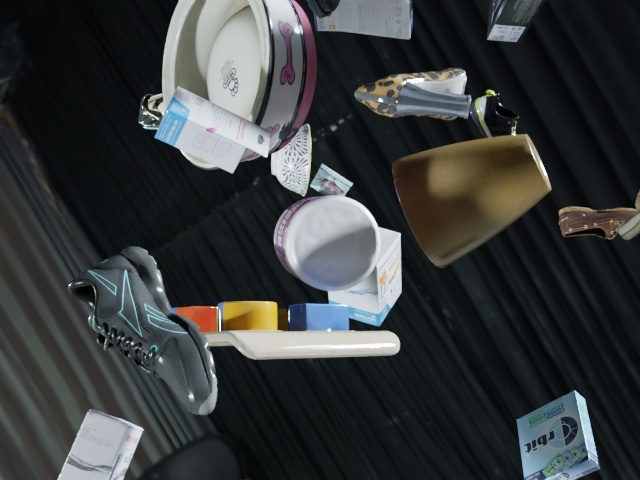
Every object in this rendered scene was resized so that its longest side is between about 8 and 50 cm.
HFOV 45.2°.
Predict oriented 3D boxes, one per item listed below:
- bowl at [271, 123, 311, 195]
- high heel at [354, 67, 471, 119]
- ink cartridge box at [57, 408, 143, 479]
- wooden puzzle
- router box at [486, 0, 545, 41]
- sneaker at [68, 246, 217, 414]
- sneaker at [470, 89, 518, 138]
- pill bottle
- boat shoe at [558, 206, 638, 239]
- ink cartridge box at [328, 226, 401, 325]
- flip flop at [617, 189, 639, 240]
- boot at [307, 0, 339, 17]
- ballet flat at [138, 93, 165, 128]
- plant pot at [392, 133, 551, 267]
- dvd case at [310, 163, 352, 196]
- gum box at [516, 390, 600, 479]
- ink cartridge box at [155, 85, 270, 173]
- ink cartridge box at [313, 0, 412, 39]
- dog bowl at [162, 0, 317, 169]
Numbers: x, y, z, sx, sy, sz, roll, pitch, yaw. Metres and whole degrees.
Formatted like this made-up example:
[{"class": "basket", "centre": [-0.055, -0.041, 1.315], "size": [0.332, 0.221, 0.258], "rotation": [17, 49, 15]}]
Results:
[{"class": "bowl", "centre": [-0.073, -0.191, 1.802], "size": [0.080, 0.170, 0.170], "rotation": [3, -3, -9]}, {"class": "high heel", "centre": [0.156, -0.261, 1.336], "size": [0.186, 0.093, 0.261], "rotation": [8, 17, 3]}, {"class": "ink cartridge box", "centre": [-0.441, 0.453, 1.507], "size": [0.158, 0.092, 0.217], "rotation": [97, -169, -73]}, {"class": "wooden puzzle", "centre": [-0.096, 0.141, 1.264], "size": [0.322, 0.080, 0.348], "rotation": [6, -6, -40]}, {"class": "router box", "centre": [0.419, -0.584, 1.602], "size": [0.081, 0.242, 0.309], "rotation": [5, -5, 2]}, {"class": "sneaker", "centre": [-0.218, 0.120, 0.947], "size": [0.106, 0.267, 0.101], "rotation": [-17, -42, -32]}, {"class": "sneaker", "centre": [0.490, -0.294, 2.050], "size": [0.097, 0.234, 0.084], "rotation": [-24, 27, 35]}, {"class": "pill bottle", "centre": [0.000, 0.000, 1.458], "size": [0.169, 0.169, 0.301], "rotation": [-31, 7, -8]}, {"class": "boat shoe", "centre": [0.672, -0.035, 1.832], "size": [0.207, 0.073, 0.073], "rotation": [0, -29, 4]}, {"class": "ink cartridge box", "centre": [0.129, 0.093, 2.241], "size": [0.168, 0.232, 0.171], "rotation": [15, 42, 25]}, {"class": "flip flop", "centre": [0.566, -0.082, 1.260], "size": [0.112, 0.080, 0.277], "rotation": [-23, -14, -14]}, {"class": "boot", "centre": [0.067, -0.510, 1.275], "size": [0.207, 0.246, 0.094], "rotation": [-3, 4, 26]}, {"class": "ballet flat", "centre": [-0.353, -0.293, 1.799], "size": [0.095, 0.096, 0.280], "rotation": [-15, 25, -37]}, {"class": "plant pot", "centre": [0.308, -0.099, 1.503], "size": [0.254, 0.237, 0.237], "rotation": [-23, 5, 21]}, {"class": "dvd case", "centre": [0.025, -0.133, 1.842], "size": [0.013, 0.087, 0.119], "rotation": [-57, 1, -23]}, {"class": "gum box", "centre": [0.499, 0.429, 1.631], "size": [0.157, 0.041, 0.184], "rotation": [-37, 25, 30]}, {"class": "ink cartridge box", "centre": [-0.181, -0.182, 1.321], "size": [0.061, 0.181, 0.104], "rotation": [-57, 17, 30]}, {"class": "ink cartridge box", "centre": [0.091, -0.541, 1.693], "size": [0.224, 0.045, 0.223], "rotation": [8, -25, 10]}, {"class": "dog bowl", "centre": [-0.166, -0.348, 1.587], "size": [0.150, 0.407, 0.408], "rotation": [-2, -17, -40]}]
